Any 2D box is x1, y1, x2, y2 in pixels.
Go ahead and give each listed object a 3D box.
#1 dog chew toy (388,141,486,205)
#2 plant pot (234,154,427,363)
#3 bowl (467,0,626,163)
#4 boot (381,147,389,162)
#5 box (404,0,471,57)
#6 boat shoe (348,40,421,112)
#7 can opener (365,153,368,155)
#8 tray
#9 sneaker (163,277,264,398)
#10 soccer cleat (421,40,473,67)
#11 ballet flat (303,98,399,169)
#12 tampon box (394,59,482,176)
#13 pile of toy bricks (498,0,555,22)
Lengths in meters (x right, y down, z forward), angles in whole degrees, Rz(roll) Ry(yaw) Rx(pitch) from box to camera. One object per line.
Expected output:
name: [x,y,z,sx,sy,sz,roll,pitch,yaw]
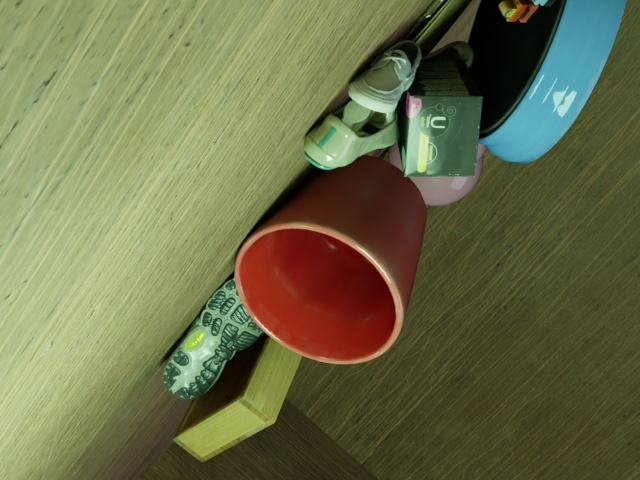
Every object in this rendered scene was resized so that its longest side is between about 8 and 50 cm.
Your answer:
dog chew toy: [0.258,-0.214,2.354,0.206,0.206,0.332,-47,167,-27]
plant pot: [0.035,0.012,1.741,0.275,0.275,0.243,-53,-176,45]
bowl: [0.303,-0.304,1.598,0.391,0.077,0.391,-164,-90,-78]
boot: [0.205,-0.182,2.665,0.295,0.104,0.211,-52,177,-25]
box: [0.186,-0.335,1.604,0.164,0.021,0.201,-50,175,10]
boat shoe: [0.090,-0.213,1.440,0.184,0.066,0.063,-38,154,-59]
can opener: [0.020,-0.055,2.013,0.074,0.093,0.280,-47,180,-43]
tray: [-0.095,0.172,1.937,0.203,0.076,0.411,-35,-160,41]
sneaker: [-0.167,0.138,1.879,0.275,0.107,0.110,-45,-164,13]
soccer cleat: [0.143,-0.232,1.696,0.196,0.068,0.076,-39,171,20]
ballet flat: [0.056,-0.158,1.497,0.086,0.086,0.248,-51,175,28]
tampon box: [0.162,-0.174,1.590,0.161,0.101,0.121,-94,-176,-63]
pile of toy bricks: [0.250,-0.368,1.410,0.105,0.118,0.212,-4,149,-34]
